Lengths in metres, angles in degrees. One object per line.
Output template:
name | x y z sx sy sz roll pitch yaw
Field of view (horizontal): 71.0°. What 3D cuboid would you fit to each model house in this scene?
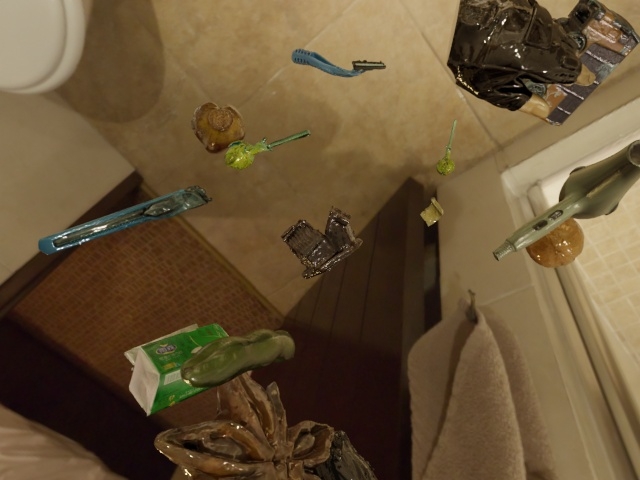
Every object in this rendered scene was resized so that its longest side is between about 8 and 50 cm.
model house | 0.003 -0.004 1.251 0.203 0.141 0.164 -34 99 -7

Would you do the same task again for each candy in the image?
candy | -0.139 -0.241 1.145 0.262 0.077 0.073 -11 159 30
candy | 0.448 -0.322 1.559 0.062 0.058 0.194 10 105 6

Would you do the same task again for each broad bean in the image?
broad bean | -0.083 0.139 0.557 0.065 0.254 0.046 -46 69 11

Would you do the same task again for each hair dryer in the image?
hair dryer | 0.382 -0.064 0.659 0.088 0.224 0.219 56 159 17

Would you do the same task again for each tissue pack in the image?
tissue pack | -0.343 0.287 1.083 0.156 0.209 0.148 37 121 30

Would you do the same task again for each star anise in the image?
star anise | -0.075 0.331 0.612 0.349 0.292 0.109 39 128 -21

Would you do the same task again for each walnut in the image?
walnut | 0.840 -0.001 1.617 0.195 0.222 0.195 9 118 18

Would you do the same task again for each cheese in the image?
cheese | 0.345 -0.088 1.378 0.060 0.041 0.084 56 143 19

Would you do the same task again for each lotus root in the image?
lotus root | -0.363 -0.408 1.591 0.193 0.291 0.193 -2 101 -12

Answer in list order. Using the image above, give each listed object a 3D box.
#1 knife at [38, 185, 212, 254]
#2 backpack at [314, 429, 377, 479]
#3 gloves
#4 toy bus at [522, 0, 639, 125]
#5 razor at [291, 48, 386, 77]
knife | -0.334 -0.037 0.788 0.296 0.026 0.044 -23 129 -19
backpack | 0.035 0.411 0.770 0.120 0.106 0.165 -20 92 25
gloves | 0.277 -0.255 0.609 0.203 0.124 0.164 11 91 6
toy bus | 0.740 -0.523 1.331 0.194 0.162 0.323 23 133 -11
razor | 0.018 -0.370 0.938 0.253 0.082 0.042 34 129 42
